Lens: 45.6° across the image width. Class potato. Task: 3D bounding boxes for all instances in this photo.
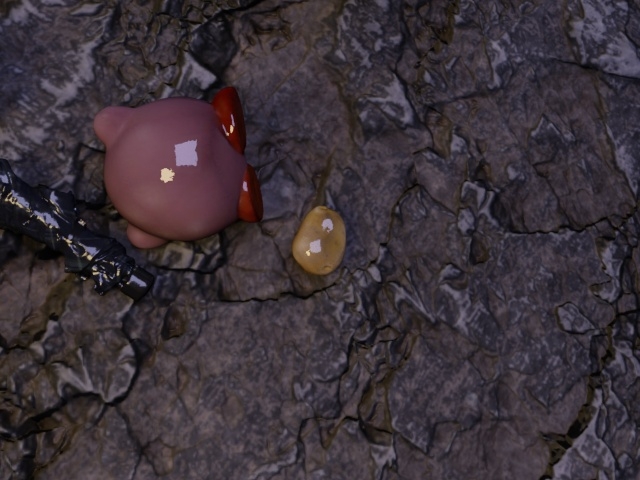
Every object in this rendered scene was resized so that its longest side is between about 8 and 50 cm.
[{"bbox_3d":[0.000,0.000,0.945,0.068,0.062,0.083,18,95,-39],"label":"potato"}]

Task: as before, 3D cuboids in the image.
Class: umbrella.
[{"bbox_3d":[-0.286,-0.010,0.865,0.224,0.080,0.071,34,30,-6],"label":"umbrella"}]

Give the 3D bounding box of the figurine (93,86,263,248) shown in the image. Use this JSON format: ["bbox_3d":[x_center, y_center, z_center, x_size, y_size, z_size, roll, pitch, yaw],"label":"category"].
[{"bbox_3d":[-0.163,-0.079,0.872,0.173,0.173,0.173,5,70,-15],"label":"figurine"}]
